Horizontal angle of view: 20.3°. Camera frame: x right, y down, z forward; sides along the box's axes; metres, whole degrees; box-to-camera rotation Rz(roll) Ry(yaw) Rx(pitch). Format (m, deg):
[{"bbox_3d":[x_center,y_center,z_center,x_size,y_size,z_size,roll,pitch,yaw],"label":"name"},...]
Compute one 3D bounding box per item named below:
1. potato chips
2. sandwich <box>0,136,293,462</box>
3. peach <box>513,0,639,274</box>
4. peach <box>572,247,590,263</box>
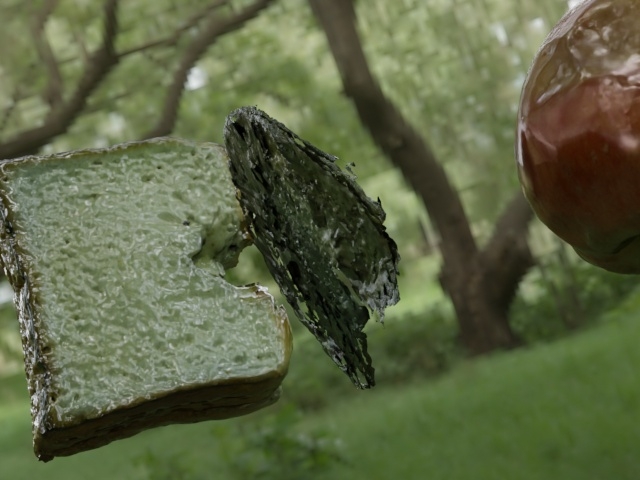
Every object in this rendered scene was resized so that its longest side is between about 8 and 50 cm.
[{"bbox_3d":[-0.004,0.002,1.124,0.029,0.202,0.220,-27,-2,-18],"label":"potato chips"},{"bbox_3d":[-0.163,0.040,1.602,0.249,0.273,0.095,-10,-25,-19],"label":"sandwich"},{"bbox_3d":[0.249,-0.094,1.289,0.214,0.235,0.214,7,-28,4],"label":"peach"},{"bbox_3d":[0.243,-0.018,1.490,0.083,0.083,0.083,-19,-3,-1],"label":"peach"}]
